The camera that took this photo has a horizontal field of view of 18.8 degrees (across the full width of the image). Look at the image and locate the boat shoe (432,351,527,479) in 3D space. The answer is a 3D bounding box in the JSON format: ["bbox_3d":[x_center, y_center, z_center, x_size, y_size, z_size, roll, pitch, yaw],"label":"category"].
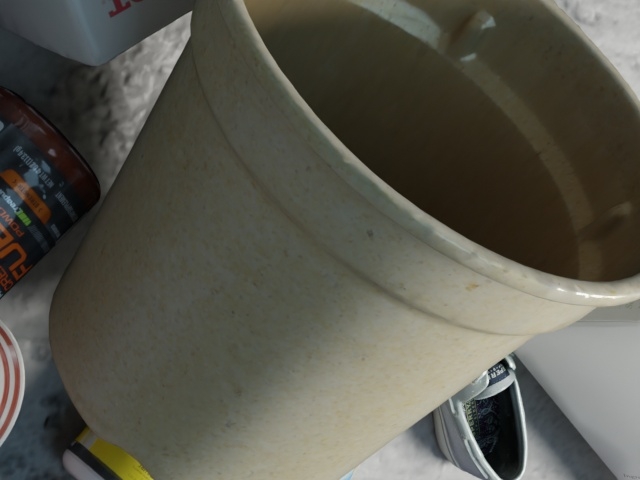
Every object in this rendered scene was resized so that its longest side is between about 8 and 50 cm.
[{"bbox_3d":[0.126,0.100,1.553,0.079,0.081,0.227,-30,124,-24],"label":"boat shoe"}]

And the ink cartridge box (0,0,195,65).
[{"bbox_3d":[-0.129,-0.296,1.170,0.226,0.131,0.306,-34,124,-21],"label":"ink cartridge box"}]

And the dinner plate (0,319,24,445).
[{"bbox_3d":[-0.266,0.104,1.304,0.141,0.017,0.141,-15,116,-33],"label":"dinner plate"}]

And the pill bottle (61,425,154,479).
[{"bbox_3d":[-0.090,0.122,1.387,0.184,0.103,0.103,-49,129,-11],"label":"pill bottle"}]

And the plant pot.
[{"bbox_3d":[0.000,0.000,1.191,0.334,0.333,0.305,10,133,-39],"label":"plant pot"}]

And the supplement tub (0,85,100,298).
[{"bbox_3d":[-0.240,0.002,1.224,0.198,0.106,0.106,-46,129,-12],"label":"supplement tub"}]

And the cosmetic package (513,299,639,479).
[{"bbox_3d":[0.305,0.092,1.602,0.365,0.155,0.197,48,53,-40],"label":"cosmetic package"}]

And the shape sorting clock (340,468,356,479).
[{"bbox_3d":[-0.032,0.206,1.464,0.206,0.040,0.206,-45,159,-22],"label":"shape sorting clock"}]
